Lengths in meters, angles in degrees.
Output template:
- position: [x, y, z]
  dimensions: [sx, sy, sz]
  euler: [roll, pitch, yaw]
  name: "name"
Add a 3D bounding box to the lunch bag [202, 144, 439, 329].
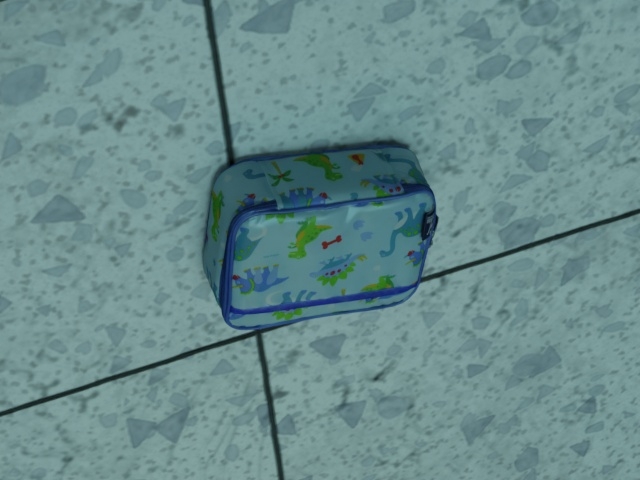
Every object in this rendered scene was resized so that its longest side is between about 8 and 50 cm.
- position: [0.000, 0.000, 1.884]
  dimensions: [0.219, 0.090, 0.176]
  euler: [-7, 136, -19]
  name: "lunch bag"
